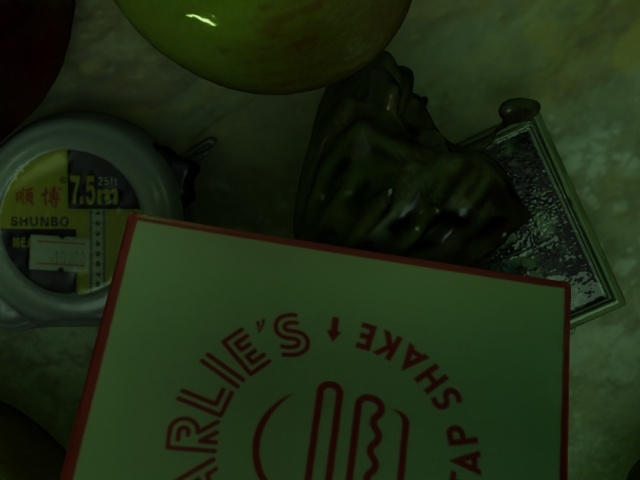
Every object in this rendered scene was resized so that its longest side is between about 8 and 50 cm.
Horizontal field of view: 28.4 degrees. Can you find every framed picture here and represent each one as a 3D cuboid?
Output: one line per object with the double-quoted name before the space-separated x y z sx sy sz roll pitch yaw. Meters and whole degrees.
"framed picture" 0.155 0.000 1.062 0.142 0.011 0.183 -24 90 8

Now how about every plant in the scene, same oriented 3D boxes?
"plant" 0.025 0.024 0.969 0.180 0.251 0.333 30 109 1

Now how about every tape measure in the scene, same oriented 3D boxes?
"tape measure" -0.182 -0.014 1.016 0.196 0.105 0.178 4 93 4

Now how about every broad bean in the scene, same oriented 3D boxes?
"broad bean" -0.266 -0.159 0.939 0.156 0.122 0.229 23 113 -18

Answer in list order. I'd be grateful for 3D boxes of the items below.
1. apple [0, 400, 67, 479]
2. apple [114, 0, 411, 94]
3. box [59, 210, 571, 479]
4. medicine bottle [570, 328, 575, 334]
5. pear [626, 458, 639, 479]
"apple" -0.359 0.308 1.029 0.383 0.374 0.374 -18 115 -2
"apple" -0.047 -0.216 0.852 0.194 0.261 0.261 -21 115 12
"box" -0.013 0.204 0.879 0.312 0.314 0.300 9 147 0
"medicine bottle" 0.110 0.060 1.105 0.220 0.061 0.092 -5 98 -2
"pear" 0.416 0.287 1.123 0.375 0.287 0.287 13 115 12
